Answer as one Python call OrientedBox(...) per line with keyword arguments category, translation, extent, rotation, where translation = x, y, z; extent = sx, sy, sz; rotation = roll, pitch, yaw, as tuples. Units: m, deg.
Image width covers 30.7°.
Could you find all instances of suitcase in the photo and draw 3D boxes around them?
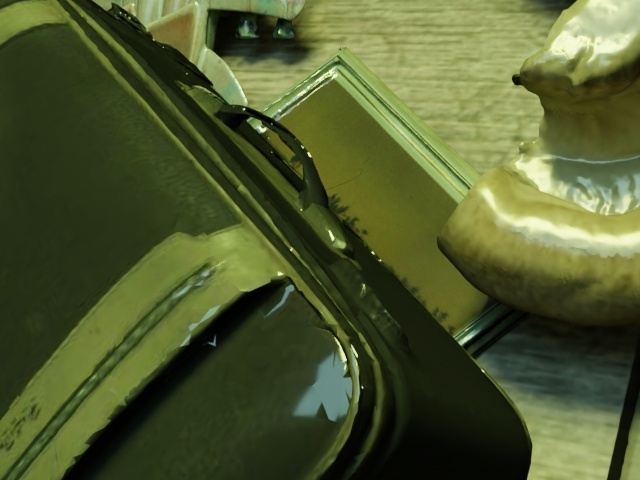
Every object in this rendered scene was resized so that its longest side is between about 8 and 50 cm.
OrientedBox(category="suitcase", translation=(-0.112, 0.048, 0.580), extent=(0.283, 0.194, 0.434), rotation=(-50, 52, 10))

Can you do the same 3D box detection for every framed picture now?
OrientedBox(category="framed picture", translation=(0.000, 0.000, 0.694), extent=(0.197, 0.014, 0.252), rotation=(-38, 50, -3))

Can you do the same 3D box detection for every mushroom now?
OrientedBox(category="mushroom", translation=(0.197, -0.059, 0.558), extent=(0.285, 0.156, 0.151), rotation=(-49, 58, 3))

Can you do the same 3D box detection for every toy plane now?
OrientedBox(category="toy plane", translation=(-0.091, -0.242, 0.829), extent=(0.223, 0.104, 0.326), rotation=(5, 76, 27))
